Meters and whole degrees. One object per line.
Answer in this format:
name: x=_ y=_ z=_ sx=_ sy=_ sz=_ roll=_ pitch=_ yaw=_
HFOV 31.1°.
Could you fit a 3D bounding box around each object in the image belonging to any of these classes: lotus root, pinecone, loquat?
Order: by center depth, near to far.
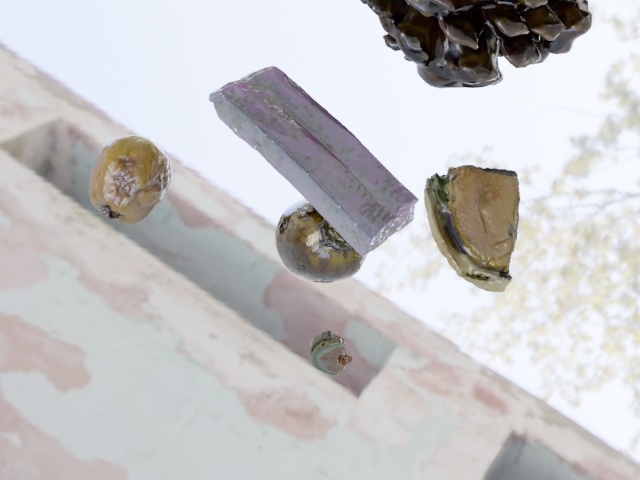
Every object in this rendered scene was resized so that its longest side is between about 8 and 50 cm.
lotus root: x=0.000 y=0.000 z=1.491 sx=0.120 sy=0.120 sz=0.209 roll=18 pitch=175 yaw=-11
pinecone: x=0.217 y=-0.416 z=1.705 sx=0.397 sy=0.398 sz=0.398 roll=19 pitch=-150 yaw=-11
loquat: x=-0.289 y=-0.091 z=1.732 sx=0.113 sy=0.137 sz=0.137 roll=33 pitch=-164 yaw=-47

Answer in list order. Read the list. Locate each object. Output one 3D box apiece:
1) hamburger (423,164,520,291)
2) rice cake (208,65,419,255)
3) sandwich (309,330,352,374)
hamburger: x=0.245 y=-0.008 z=1.882 sx=0.155 sy=0.135 sz=0.208 roll=2 pitch=-112 yaw=-6
rice cake: x=-0.006 y=-0.105 z=1.410 sx=0.106 sy=0.050 sz=0.298 roll=-30 pitch=-118 yaw=-32
sandwich: x=0.016 y=0.192 z=1.931 sx=0.067 sy=0.135 sz=0.029 roll=0 pitch=-121 yaw=10
